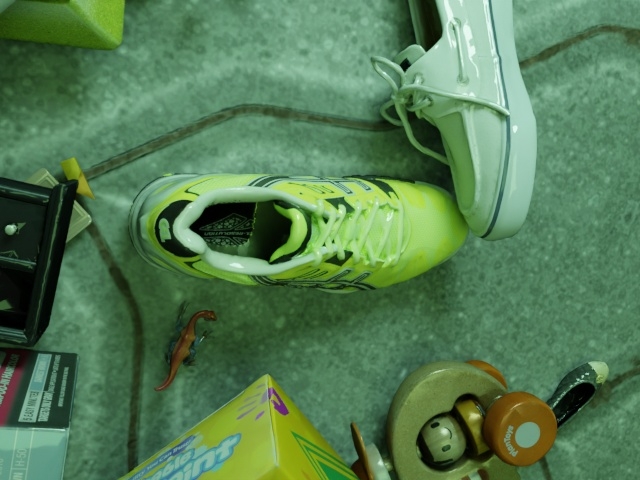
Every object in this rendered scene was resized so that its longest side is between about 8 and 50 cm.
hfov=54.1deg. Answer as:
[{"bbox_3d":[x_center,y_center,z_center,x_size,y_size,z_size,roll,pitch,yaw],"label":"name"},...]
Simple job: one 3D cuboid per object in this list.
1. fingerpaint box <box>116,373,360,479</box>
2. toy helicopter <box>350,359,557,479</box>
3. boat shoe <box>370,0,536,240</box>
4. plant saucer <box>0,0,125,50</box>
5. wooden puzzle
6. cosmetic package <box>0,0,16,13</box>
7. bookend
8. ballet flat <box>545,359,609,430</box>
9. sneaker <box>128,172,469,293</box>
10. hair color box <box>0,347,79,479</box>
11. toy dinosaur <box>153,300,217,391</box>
[{"bbox_3d":[-0.119,0.422,0.642,0.445,0.163,0.371,-35,109,3],"label":"fingerpaint box"},{"bbox_3d":[0.135,0.322,0.776,0.235,0.140,0.355,3,99,-15],"label":"toy helicopter"},{"bbox_3d":[0.127,-0.179,0.677,0.156,0.136,0.367,-5,89,-11],"label":"boat shoe"},{"bbox_3d":[-0.267,-0.274,0.547,0.188,0.045,0.188,7,98,3],"label":"plant saucer"},{"bbox_3d":[-0.280,-0.027,0.636,0.116,0.014,0.078,-33,105,-6],"label":"wooden puzzle"},{"bbox_3d":[-0.273,-0.392,0.359,0.393,0.327,0.329,-44,83,-7],"label":"cosmetic package"},{"bbox_3d":[-0.326,0.003,0.586,0.156,0.072,0.157,13,96,-14],"label":"bookend"},{"bbox_3d":[0.346,0.236,0.878,0.173,0.049,0.057,-41,110,-8],"label":"ballet flat"},{"bbox_3d":[0.000,0.000,0.667,0.384,0.147,0.145,-3,98,-21],"label":"sneaker"},{"bbox_3d":[-0.413,0.162,0.532,0.374,0.185,0.114,8,97,-20],"label":"hair color box"},{"bbox_3d":[-0.140,0.112,0.679,0.047,0.090,0.082,19,137,-11],"label":"toy dinosaur"}]
